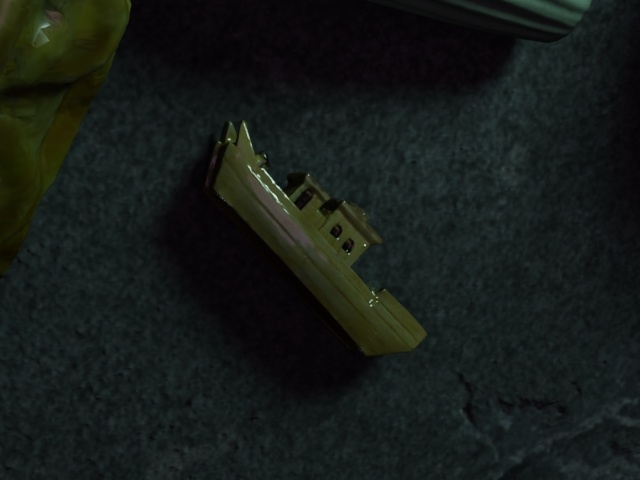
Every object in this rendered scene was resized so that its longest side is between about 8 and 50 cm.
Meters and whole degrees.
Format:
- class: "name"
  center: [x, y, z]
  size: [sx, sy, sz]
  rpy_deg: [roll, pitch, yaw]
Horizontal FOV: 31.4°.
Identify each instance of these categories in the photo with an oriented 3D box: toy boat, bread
- class: "toy boat"
  center: [0.000, 0.000, 0.785]
  size: [0.072, 0.064, 0.206]
  rpy_deg: [-45, 110, -12]
- class: "bread"
  center: [-0.238, -0.095, 0.634]
  size: [0.196, 0.238, 0.252]
  rpy_deg: [29, 106, 19]

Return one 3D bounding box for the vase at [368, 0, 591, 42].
- class: "vase"
  center: [0.067, -0.199, 0.715]
  size: [0.248, 0.128, 0.128]
  rpy_deg: [20, 101, -26]
